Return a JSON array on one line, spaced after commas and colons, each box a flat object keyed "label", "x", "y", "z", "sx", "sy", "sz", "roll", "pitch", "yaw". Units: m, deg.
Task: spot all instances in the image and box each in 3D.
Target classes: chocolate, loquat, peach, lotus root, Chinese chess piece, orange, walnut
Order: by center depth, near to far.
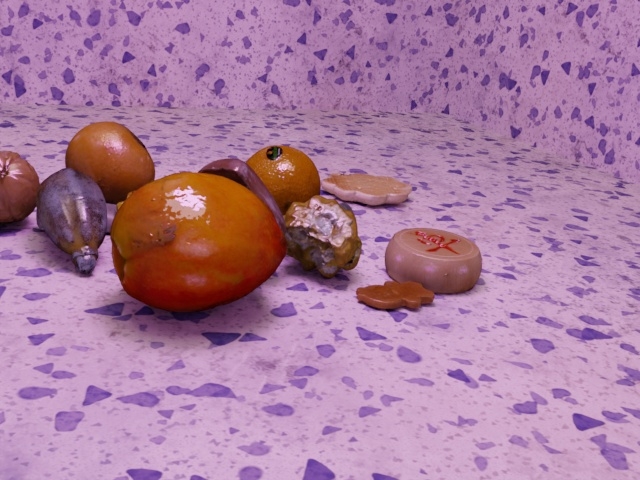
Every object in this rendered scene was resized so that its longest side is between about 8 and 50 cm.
[{"label": "peach", "x": -0.259, "y": 0.003, "z": 1.651, "sx": 0.373, "sy": 0.290, "sz": 0.372, "roll": -13, "pitch": -8, "yaw": -2}, {"label": "chocolate", "x": -0.171, "y": -0.101, "z": 1.822, "sx": 0.161, "sy": 0.261, "sz": 0.083, "roll": 4, "pitch": 50, "yaw": 37}, {"label": "lotus root", "x": -0.587, "y": -0.057, "z": 1.862, "sx": 0.158, "sy": 0.140, "sz": 0.322, "roll": 1, "pitch": 37, "yaw": -32}, {"label": "Chinese chess piece", "x": 0.290, "y": 0.049, "z": 2.001, "sx": 0.251, "sy": 0.097, "sz": 0.251, "roll": 6, "pitch": 20, "yaw": -2}, {"label": "walnut", "x": -0.827, "y": -0.131, "z": 2.007, "sx": 0.213, "sy": 0.213, "sz": 0.213, "roll": 6, "pitch": 19, "yaw": -2}, {"label": "orange", "x": -0.108, "y": -0.145, "z": 2.059, "sx": 0.236, "sy": 0.236, "sz": 0.236, "roll": 6, "pitch": 19, "yaw": -2}, {"label": "loquat", "x": -0.597, "y": -0.213, "z": 2.216, "sx": 0.263, "sy": 0.263, "sz": 0.263, "roll": 6, "pitch": 19, "yaw": -2}]

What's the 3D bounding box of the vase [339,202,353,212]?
[{"label": "vase", "x": -0.003, "y": -0.064, "z": 2.241, "sx": 0.219, "sy": 0.096, "sz": 0.096, "roll": -9, "pitch": 24, "yaw": -44}]

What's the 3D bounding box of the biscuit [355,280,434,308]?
[{"label": "biscuit", "x": 0.180, "y": 0.132, "z": 1.835, "sx": 0.184, "sy": 0.027, "sz": 0.133, "roll": -11, "pitch": 27, "yaw": -37}]

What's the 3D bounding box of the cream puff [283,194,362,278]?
[{"label": "cream puff", "x": 0.003, "y": -0.004, "z": 1.943, "sx": 0.221, "sy": 0.194, "sz": 0.195, "roll": 36, "pitch": 29, "yaw": 17}]

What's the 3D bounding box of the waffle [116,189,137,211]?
[{"label": "waffle", "x": -0.341, "y": -0.044, "z": 2.024, "sx": 0.382, "sy": 0.095, "sz": 0.379, "roll": 5, "pitch": 26, "yaw": -17}]

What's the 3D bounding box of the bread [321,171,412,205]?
[{"label": "bread", "x": 0.161, "y": -0.177, "z": 2.664, "sx": 0.316, "sy": 0.054, "sz": 0.316, "roll": 6, "pitch": 18, "yaw": -2}]

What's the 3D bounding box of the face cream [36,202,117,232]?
[{"label": "face cream", "x": -0.588, "y": -0.065, "z": 2.066, "sx": 0.314, "sy": 0.089, "sz": 0.143, "roll": 2, "pitch": 25, "yaw": -31}]
